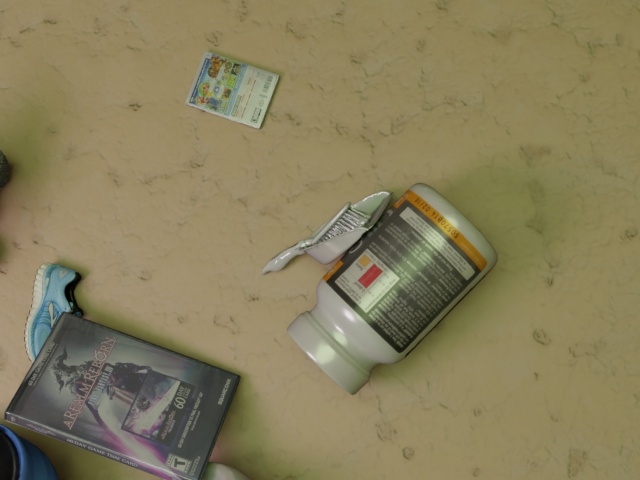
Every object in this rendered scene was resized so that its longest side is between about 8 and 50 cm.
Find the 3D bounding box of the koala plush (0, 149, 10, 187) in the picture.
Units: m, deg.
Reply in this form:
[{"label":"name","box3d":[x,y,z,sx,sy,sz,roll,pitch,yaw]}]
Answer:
[{"label":"koala plush","box3d":[-0.544,-0.056,1.608,0.203,0.221,0.196,11,85,-20]}]

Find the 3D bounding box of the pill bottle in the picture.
[{"label":"pill bottle","box3d":[0.096,0.068,1.568,0.278,0.162,0.162,-45,80,0]}]

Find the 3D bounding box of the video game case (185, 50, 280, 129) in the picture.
[{"label":"video game case","box3d":[-0.132,-0.225,1.712,0.122,0.011,0.087,20,86,9]}]

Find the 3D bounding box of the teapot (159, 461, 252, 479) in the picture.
[{"label":"teapot","box3d":[-0.155,0.441,1.544,0.252,0.256,0.187,-48,121,-22]}]

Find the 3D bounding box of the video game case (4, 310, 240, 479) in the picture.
[{"label":"video game case","box3d":[-0.268,0.217,1.583,0.274,0.026,0.196,21,44,-1]}]

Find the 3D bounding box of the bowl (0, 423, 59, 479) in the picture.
[{"label":"bowl","box3d":[-0.535,0.396,1.517,0.391,0.391,0.077,-25,121,4]}]

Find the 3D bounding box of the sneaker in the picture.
[{"label":"sneaker","box3d":[-0.387,0.114,1.677,0.073,0.063,0.162,6,84,5]}]

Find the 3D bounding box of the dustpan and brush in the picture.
[{"label":"dustpan and brush","box3d":[0.000,0.000,1.627,0.060,0.147,0.211,44,117,-5]}]
